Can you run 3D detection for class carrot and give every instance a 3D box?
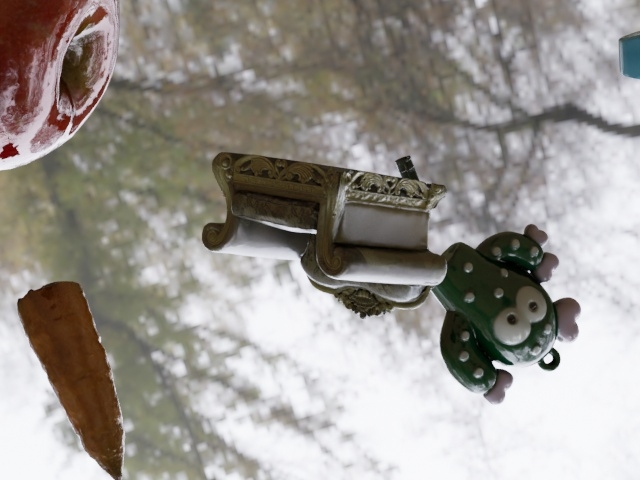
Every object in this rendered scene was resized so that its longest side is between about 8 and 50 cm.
[{"bbox_3d":[-0.234,0.143,1.520,0.072,0.205,0.072,-20,162,-7],"label":"carrot"}]

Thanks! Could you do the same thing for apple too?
[{"bbox_3d":[-0.308,-0.195,1.442,0.217,0.260,0.260,22,-142,14],"label":"apple"}]

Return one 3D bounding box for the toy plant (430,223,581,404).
[{"bbox_3d":[0.270,0.105,2.306,0.233,0.243,0.112,-24,-178,-16],"label":"toy plant"}]

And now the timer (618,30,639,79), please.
[{"bbox_3d":[0.388,-0.182,1.242,0.232,0.091,0.250,-22,-160,-31],"label":"timer"}]

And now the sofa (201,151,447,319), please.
[{"bbox_3d":[0.000,0.000,1.886,0.258,0.182,0.200,11,-178,43],"label":"sofa"}]

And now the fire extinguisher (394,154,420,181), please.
[{"bbox_3d":[0.138,-0.084,2.338,0.025,0.083,0.038,-20,-168,7],"label":"fire extinguisher"}]
